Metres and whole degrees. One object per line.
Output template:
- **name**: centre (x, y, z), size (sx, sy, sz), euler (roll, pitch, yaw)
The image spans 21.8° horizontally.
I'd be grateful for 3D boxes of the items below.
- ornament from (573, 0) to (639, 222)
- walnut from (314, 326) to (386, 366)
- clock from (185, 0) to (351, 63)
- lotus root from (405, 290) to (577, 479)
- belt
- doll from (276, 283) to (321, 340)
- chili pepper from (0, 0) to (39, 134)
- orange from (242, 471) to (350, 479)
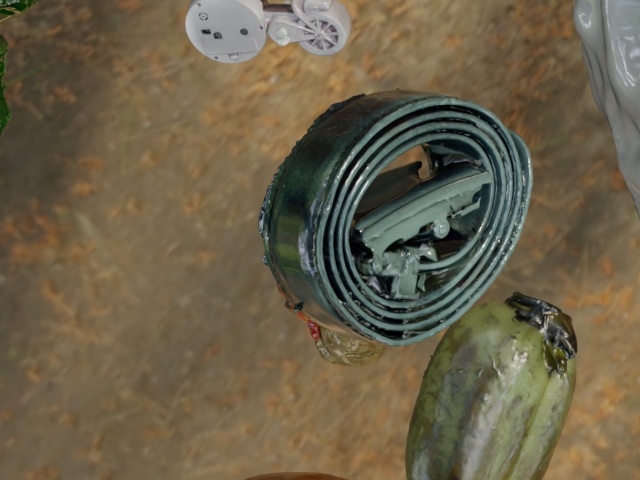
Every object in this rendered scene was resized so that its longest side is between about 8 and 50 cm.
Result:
- **ornament**: centre (0.260, -0.094, 0.632), size (0.337, 0.337, 0.337), euler (9, 121, 16)
- **walnut**: centre (0.039, 0.110, 1.943), size (0.079, 0.096, 0.082), euler (-41, 74, 45)
- **clock**: centre (-0.041, -0.176, 1.278), size (0.129, 0.041, 0.087), euler (4, 133, 12)
- **lotus root**: centre (0.183, 0.209, 1.847), size (0.173, 0.173, 0.309), euler (22, 85, 8)
- **belt**: centre (0.078, -0.029, 1.451), size (0.116, 0.267, 0.206), euler (11, 134, 53)
- **doll**: centre (0.000, 0.000, 1.836), size (0.085, 0.183, 0.217), euler (9, 90, 8)
- **chili pepper**: centre (-0.234, -0.143, 1.077), size (0.083, 0.099, 0.253), euler (62, 148, 25)
- **orange**: centre (-0.027, 0.407, 1.394), size (0.326, 0.424, 0.424), euler (36, 125, -18)
